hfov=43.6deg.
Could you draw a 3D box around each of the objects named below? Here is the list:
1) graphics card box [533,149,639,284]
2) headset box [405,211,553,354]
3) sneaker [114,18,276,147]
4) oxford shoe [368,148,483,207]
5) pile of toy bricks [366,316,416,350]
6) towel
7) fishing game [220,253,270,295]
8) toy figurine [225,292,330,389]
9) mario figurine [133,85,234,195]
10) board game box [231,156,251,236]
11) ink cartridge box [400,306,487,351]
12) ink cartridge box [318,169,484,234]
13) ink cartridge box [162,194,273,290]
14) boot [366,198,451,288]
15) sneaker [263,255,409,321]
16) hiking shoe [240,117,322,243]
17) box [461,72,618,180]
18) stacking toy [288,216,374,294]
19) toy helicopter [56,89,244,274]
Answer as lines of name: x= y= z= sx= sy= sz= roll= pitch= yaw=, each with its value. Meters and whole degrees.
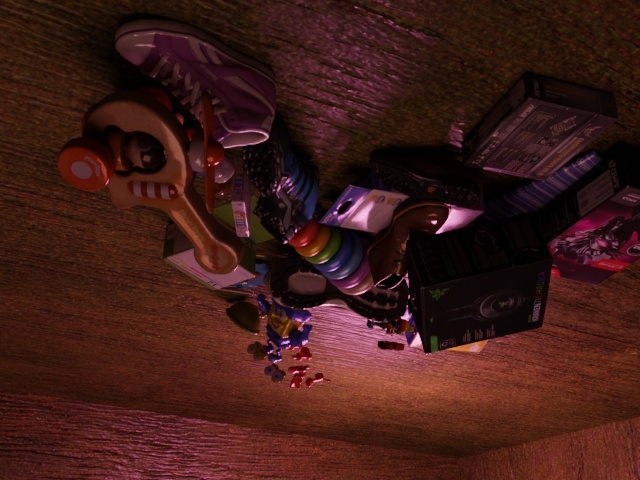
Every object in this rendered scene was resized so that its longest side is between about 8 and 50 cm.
graphics card box: x=0.601 y=-0.034 z=1.684 sx=0.233 sy=0.094 sz=0.371 roll=13 pitch=147 yaw=-20
headset box: x=0.313 y=0.095 z=1.664 sx=0.283 sy=0.131 sz=0.246 roll=-12 pitch=139 yaw=-2
sneaker: x=-0.194 y=-0.239 z=1.272 sx=0.282 sy=0.161 sz=0.102 roll=16 pitch=151 yaw=-27
oxford shoe: x=0.208 y=-0.135 z=1.568 sx=0.227 sy=0.096 sz=0.082 roll=17 pitch=152 yaw=13
pile of toy bricks: x=0.209 y=0.232 z=2.181 sx=0.105 sy=0.118 sz=0.212 roll=8 pitch=-171 yaw=-18
towel: x=0.509 y=-0.080 z=1.737 sx=0.243 sy=0.040 sz=0.336 roll=23 pitch=144 yaw=-36
fishing game: x=-0.214 y=0.093 z=2.085 sx=0.189 sy=0.041 sz=0.264 roll=9 pitch=153 yaw=-10
toy figurine: x=-0.091 y=0.209 z=2.183 sx=0.191 sy=0.362 sz=0.217 roll=4 pitch=117 yaw=-39
mario figurine: x=-0.287 y=-0.142 z=1.448 sx=0.198 sy=0.170 sz=0.320 roll=-37 pitch=154 yaw=4
board game box: x=-0.161 y=-0.087 z=1.642 sx=0.026 sy=0.103 sz=0.154 roll=1 pitch=153 yaw=-1
ink cartridge box: x=0.353 y=0.240 z=2.336 sx=0.307 sy=0.072 sz=0.303 roll=2 pitch=153 yaw=-4
ink cartridge box: x=0.170 y=-0.072 z=1.715 sx=0.311 sy=0.065 sz=0.186 roll=7 pitch=154 yaw=-19
ink cartridge box: x=-0.203 y=0.008 z=1.835 sx=0.255 sy=0.097 sz=0.189 roll=-18 pitch=145 yaw=29
boot: x=0.189 y=0.011 z=1.695 sx=0.112 sy=0.115 sz=0.305 roll=11 pitch=151 yaw=-17
sneaker: x=0.036 y=0.110 z=2.053 sx=0.410 sy=0.158 sz=0.182 roll=12 pitch=178 yaw=-24
hiking shoe: x=-0.069 y=-0.135 z=1.571 sx=0.132 sy=0.113 sz=0.304 roll=-37 pitch=148 yaw=-24
box: x=0.392 y=-0.200 z=1.459 sx=0.183 sy=0.056 sz=0.231 roll=8 pitch=153 yaw=-17
stacking toy: x=0.000 y=0.000 z=1.802 sx=0.141 sy=0.141 sz=0.330 roll=-18 pitch=144 yaw=33
toy helicopter: x=-0.222 y=-0.087 z=1.271 sx=0.235 sy=0.140 sz=0.355 roll=-21 pitch=123 yaw=22
